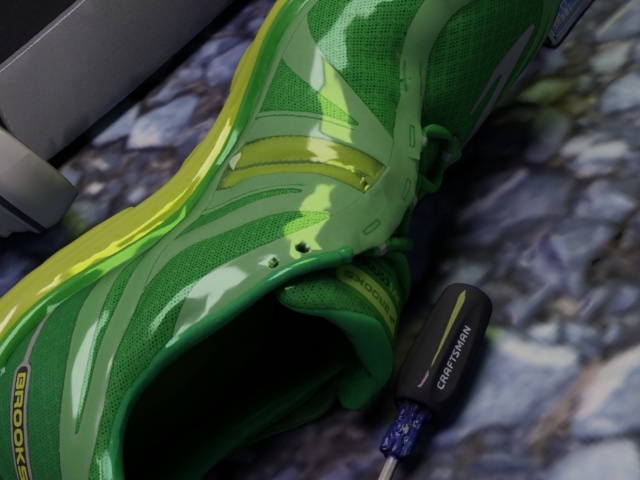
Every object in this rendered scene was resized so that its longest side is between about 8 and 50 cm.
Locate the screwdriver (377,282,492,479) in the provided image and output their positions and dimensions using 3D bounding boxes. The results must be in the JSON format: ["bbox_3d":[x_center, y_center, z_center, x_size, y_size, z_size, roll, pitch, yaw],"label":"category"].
[{"bbox_3d":[0.018,0.082,0.560,0.024,0.025,0.170,4,50,37],"label":"screwdriver"}]

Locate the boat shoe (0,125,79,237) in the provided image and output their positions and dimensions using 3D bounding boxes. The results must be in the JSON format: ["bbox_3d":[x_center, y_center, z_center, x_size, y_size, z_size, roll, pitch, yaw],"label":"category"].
[{"bbox_3d":[-0.216,-0.031,0.788,0.268,0.096,0.088,19,73,41],"label":"boat shoe"}]

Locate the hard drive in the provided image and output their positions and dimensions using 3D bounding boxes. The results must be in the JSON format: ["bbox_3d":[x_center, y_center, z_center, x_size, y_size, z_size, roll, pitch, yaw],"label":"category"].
[{"bbox_3d":[-0.103,-0.155,0.874,0.255,0.054,0.172,-45,40,-16],"label":"hard drive"}]

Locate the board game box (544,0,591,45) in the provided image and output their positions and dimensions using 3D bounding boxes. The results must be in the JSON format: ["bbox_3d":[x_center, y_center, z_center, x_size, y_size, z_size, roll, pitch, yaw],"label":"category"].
[{"bbox_3d":[0.031,-0.170,0.699,0.194,0.194,0.060,30,68,18],"label":"board game box"}]

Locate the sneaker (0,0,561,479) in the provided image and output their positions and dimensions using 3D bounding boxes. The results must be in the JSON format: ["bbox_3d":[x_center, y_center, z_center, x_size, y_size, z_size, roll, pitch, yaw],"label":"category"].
[{"bbox_3d":[0.000,0.000,0.612,0.123,0.109,0.295,32,76,39],"label":"sneaker"}]
